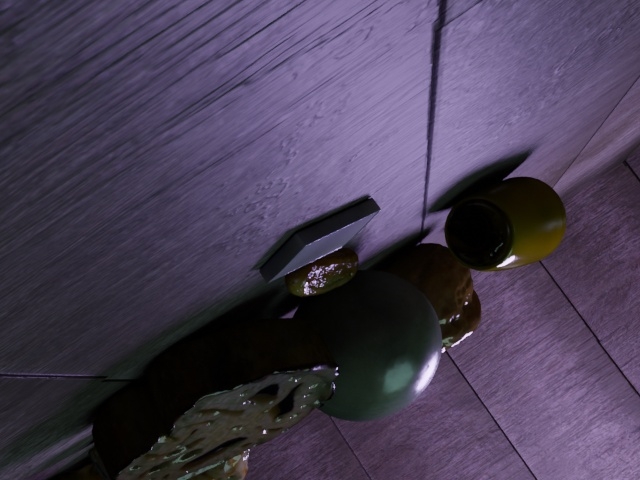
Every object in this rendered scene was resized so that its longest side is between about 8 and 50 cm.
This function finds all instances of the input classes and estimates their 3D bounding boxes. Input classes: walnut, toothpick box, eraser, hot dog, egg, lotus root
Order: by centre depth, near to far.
[{"bbox_3d":[0.000,0.000,1.249,0.150,0.023,0.104,-25,166,-43],"label":"eraser"},{"bbox_3d":[-0.002,0.045,1.388,0.215,0.047,0.066,-13,120,-67],"label":"hot dog"},{"bbox_3d":[-0.148,0.257,1.487,0.390,0.111,0.375,-36,151,17],"label":"lotus root"},{"bbox_3d":[0.071,0.181,1.665,0.258,0.258,0.352,-30,176,-24],"label":"egg"},{"bbox_3d":[0.346,-0.027,1.841,0.175,0.175,0.271,-40,166,29],"label":"toothpick box"},{"bbox_3d":[0.212,0.122,1.981,0.257,0.257,0.224,-27,135,-39],"label":"walnut"}]

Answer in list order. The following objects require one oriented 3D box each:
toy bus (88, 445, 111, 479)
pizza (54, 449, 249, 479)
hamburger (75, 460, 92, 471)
[{"bbox_3d":[-0.306,0.348,1.709,0.182,0.091,0.103,-30,167,-37],"label":"toy bus"},{"bbox_3d":[-0.296,0.524,1.919,0.435,0.080,0.392,-21,136,-2],"label":"pizza"},{"bbox_3d":[-0.461,0.466,1.900,0.083,0.044,0.076,-40,170,13],"label":"hamburger"}]
